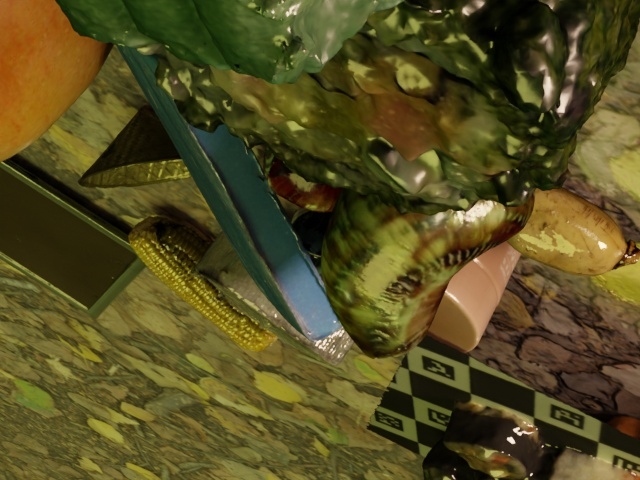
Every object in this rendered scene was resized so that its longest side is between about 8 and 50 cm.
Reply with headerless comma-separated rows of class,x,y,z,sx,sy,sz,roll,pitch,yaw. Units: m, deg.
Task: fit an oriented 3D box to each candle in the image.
candle,-0.035,0.063,1.648,0.168,0.068,0.192,31,173,22

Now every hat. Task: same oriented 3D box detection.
hat,-0.163,-0.096,1.559,0.146,0.067,0.146,-9,175,-1

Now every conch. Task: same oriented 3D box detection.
conch,0.075,-0.017,1.285,0.124,0.181,0.187,46,142,-10

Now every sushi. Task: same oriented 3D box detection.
sushi,0.032,-0.154,1.100,0.352,0.178,0.294,22,156,17
sushi,0.199,0.238,1.563,0.339,0.069,0.320,26,157,1

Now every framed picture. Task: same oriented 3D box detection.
framed picture,-0.325,-0.008,1.935,0.232,0.019,0.296,34,155,-9

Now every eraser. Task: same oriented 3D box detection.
eraser,-0.081,-0.056,1.424,0.144,0.042,0.312,42,163,57

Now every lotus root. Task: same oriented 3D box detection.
lotus root,0.189,-0.011,1.343,0.152,0.063,0.072,24,164,8

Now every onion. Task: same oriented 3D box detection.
onion,0.007,-0.080,1.341,0.118,0.117,0.118,13,176,1

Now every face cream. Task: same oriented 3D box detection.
face cream,0.092,0.018,1.446,0.149,0.104,0.149,23,155,12

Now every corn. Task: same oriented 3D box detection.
corn,-0.119,0.045,1.762,0.203,0.072,0.072,41,152,-23

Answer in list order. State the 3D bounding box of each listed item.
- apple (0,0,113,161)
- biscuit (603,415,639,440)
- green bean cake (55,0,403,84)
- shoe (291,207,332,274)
apple,-0.305,-0.195,1.189,0.338,0.338,0.305,16,150,25
biscuit,0.281,0.271,1.738,0.202,0.047,0.334,47,142,-4
green bean cake,0.024,-0.222,0.824,0.300,0.308,0.169,15,154,30
shoe,0.000,0.000,1.549,0.064,0.071,0.143,32,162,-6
